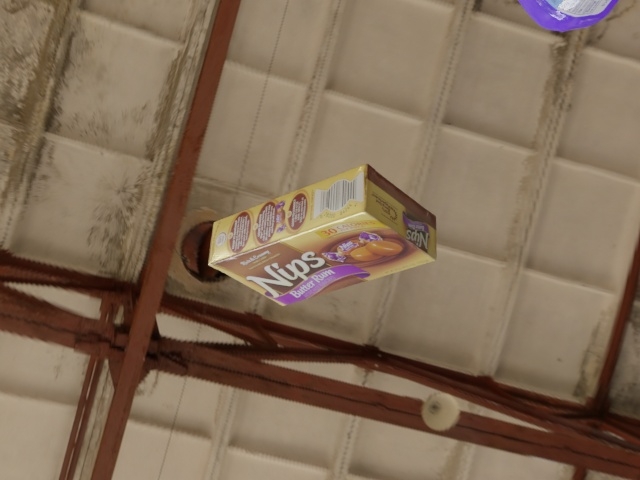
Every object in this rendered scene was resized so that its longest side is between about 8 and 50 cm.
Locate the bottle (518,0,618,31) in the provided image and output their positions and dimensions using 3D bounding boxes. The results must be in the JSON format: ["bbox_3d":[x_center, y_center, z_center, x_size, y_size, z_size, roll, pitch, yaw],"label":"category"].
[{"bbox_3d":[0.246,-0.294,0.715,0.092,0.283,0.118,-14,-111,-21],"label":"bottle"}]

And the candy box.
[{"bbox_3d":[0.000,0.000,0.823,0.109,0.186,0.053,33,-131,-42],"label":"candy box"}]
